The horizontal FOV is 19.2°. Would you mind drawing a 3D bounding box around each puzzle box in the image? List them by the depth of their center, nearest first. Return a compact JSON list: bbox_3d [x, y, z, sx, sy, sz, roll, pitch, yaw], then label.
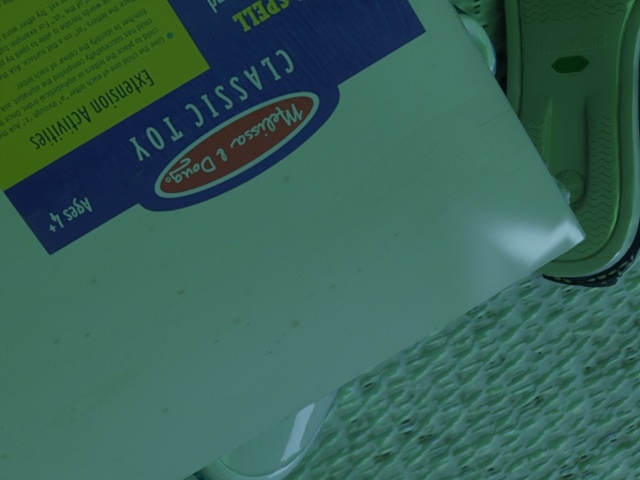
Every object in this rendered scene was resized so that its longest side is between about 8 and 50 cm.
[{"bbox_3d":[-0.143,-0.008,0.666,0.409,0.052,0.272,-30,114,5],"label":"puzzle box"}]

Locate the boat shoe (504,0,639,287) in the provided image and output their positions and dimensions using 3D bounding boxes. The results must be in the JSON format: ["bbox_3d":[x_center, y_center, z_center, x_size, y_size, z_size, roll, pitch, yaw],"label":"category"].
[{"bbox_3d":[0.131,-0.094,0.860,0.079,0.084,0.233,18,79,-60],"label":"boat shoe"}]

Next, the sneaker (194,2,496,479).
[{"bbox_3d":[0.000,0.000,0.795,0.087,0.092,0.228,22,88,-24],"label":"sneaker"}]
